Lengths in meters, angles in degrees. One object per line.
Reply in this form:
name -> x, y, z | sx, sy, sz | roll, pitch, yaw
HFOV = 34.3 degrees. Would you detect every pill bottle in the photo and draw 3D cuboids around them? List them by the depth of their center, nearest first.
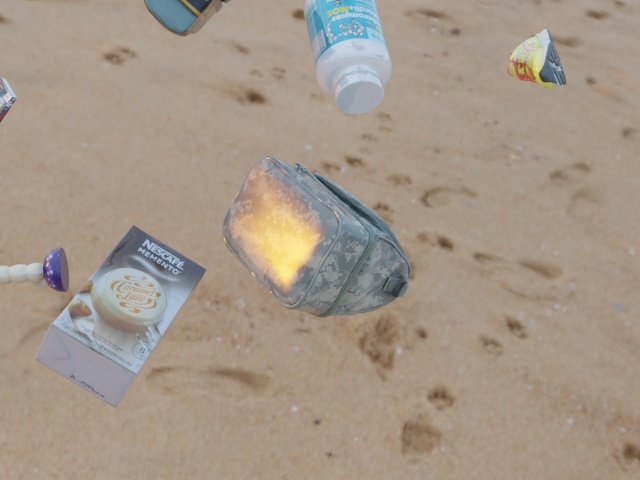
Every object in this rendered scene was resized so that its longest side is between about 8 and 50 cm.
pill bottle -> 0.055, -0.370, 1.992 | 0.146, 0.146, 0.264 | 3, 53, -19

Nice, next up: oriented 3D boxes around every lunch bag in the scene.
lunch bag -> 0.000, 0.000, 1.939 | 0.256, 0.212, 0.305 | 19, 16, -46

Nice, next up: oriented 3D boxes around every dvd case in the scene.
dvd case -> -0.623, -0.242, 1.965 | 0.013, 0.119, 0.087 | 27, 15, -42

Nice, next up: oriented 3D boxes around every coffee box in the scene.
coffee box -> -0.293, 0.107, 1.545 | 0.141, 0.098, 0.246 | 32, 40, -3

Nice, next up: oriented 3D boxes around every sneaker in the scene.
sneaker -> 0.381, -0.311, 1.853 | 0.094, 0.081, 0.208 | -20, 18, 16

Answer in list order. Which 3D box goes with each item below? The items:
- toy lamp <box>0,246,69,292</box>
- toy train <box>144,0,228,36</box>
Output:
toy lamp -> -0.529, 0.055, 1.581 | 0.274, 0.080, 0.080 | -7, 34, -4
toy train -> -0.234, -0.475, 1.952 | 0.142, 0.190, 0.334 | 43, 4, -10
